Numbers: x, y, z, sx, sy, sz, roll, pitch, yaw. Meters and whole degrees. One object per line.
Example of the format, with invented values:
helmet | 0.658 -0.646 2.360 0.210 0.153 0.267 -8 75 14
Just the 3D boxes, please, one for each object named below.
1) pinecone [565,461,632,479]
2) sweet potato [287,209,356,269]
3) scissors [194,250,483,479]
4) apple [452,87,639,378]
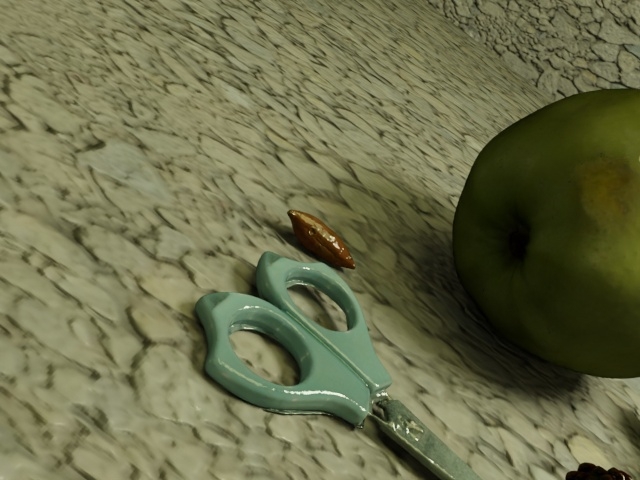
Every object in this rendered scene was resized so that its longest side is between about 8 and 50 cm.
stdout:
pinecone | 0.244 0.250 0.572 0.109 0.102 0.102 60 24 -18
sweet potato | 0.000 0.000 0.712 0.095 0.034 0.034 43 27 -13
scissors | 0.057 0.149 0.567 0.360 0.029 0.191 43 33 5
apple | 0.329 -0.011 0.787 0.358 0.357 0.357 28 31 -18
